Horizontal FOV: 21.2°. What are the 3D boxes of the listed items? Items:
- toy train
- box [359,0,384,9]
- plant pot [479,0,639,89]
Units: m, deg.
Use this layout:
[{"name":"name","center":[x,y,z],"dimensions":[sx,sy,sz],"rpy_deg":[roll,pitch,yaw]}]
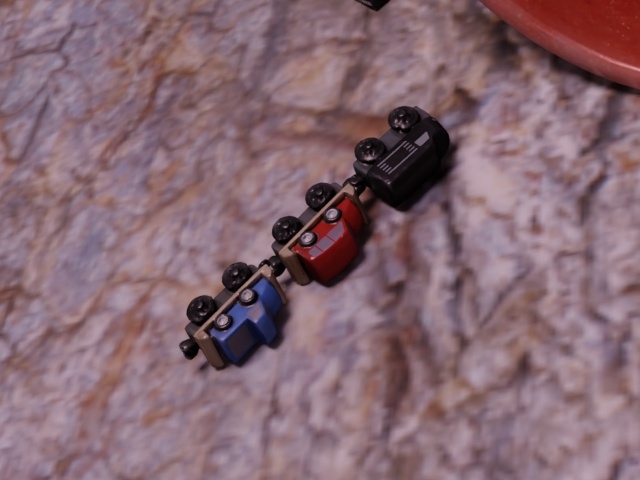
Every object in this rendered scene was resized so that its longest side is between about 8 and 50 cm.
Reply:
[{"name":"toy train","center":[0.000,0.000,0.762],"dimensions":[0.158,0.027,0.036],"rpy_deg":[-44,54,-15]},{"name":"box","center":[0.011,-0.169,0.891],"dimensions":[0.052,0.062,0.083],"rpy_deg":[-43,43,-12]},{"name":"plant pot","center":[0.195,-0.245,0.730],"dimensions":[0.272,0.272,0.265],"rpy_deg":[8,46,35]}]
